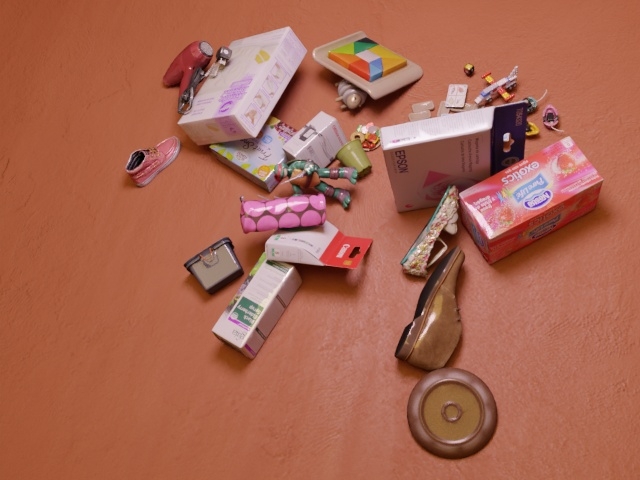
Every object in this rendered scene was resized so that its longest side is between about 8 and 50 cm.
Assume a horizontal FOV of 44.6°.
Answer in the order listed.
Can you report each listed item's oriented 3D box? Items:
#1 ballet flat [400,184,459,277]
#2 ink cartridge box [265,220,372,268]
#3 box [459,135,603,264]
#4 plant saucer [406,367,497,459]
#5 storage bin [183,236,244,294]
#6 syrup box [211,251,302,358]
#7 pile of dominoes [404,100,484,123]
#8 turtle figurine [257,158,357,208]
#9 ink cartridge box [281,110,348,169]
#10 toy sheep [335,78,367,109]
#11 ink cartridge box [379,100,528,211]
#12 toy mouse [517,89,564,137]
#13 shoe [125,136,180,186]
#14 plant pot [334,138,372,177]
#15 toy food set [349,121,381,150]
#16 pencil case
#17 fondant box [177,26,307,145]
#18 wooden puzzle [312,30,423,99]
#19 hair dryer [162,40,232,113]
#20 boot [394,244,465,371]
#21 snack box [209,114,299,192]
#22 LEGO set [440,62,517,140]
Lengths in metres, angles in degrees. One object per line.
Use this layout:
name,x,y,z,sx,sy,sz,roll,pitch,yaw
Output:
ballet flat,0.279,-0.016,1.869,0.077,0.091,0.241,31,103,4
ink cartridge box,0.000,0.000,1.908,0.224,0.056,0.181,4,25,17
box,0.492,-0.091,1.841,0.299,0.154,0.142,-27,62,-3
plant saucer,0.287,0.376,1.708,0.198,0.036,0.199,-3,74,10
storage bin,-0.263,0.067,1.974,0.135,0.098,0.091,-34,73,-4
syrup box,-0.152,0.159,1.897,0.093,0.096,0.237,26,72,24
pile of dominoes,0.308,-0.261,2.042,0.195,0.040,0.251,11,59,18
turtle figurine,-0.033,-0.153,1.964,0.234,0.175,0.118,7,57,-10
ink cartridge box,-0.012,-0.248,2.050,0.150,0.109,0.063,-43,49,-10
toy sheep,0.086,-0.410,2.125,0.091,0.091,0.132,-7,58,9
ink cartridge box,0.321,-0.184,1.825,0.329,0.324,0.072,-9,64,9
toy mouse,0.556,-0.323,2.004,0.160,0.031,0.143,18,70,20
shoe,-0.465,-0.234,2.165,0.063,0.081,0.178,36,77,25
plant pot,0.093,-0.208,2.034,0.083,0.083,0.079,-33,74,-4
toy food set,0.127,-0.279,2.087,0.083,0.020,0.083,33,75,25
pencil case,-0.092,-0.068,1.904,0.209,0.098,0.095,-4,84,-6
fondant box,-0.210,-0.417,2.114,0.238,0.096,0.330,-1,53,42
wooden puzzle,0.131,-0.488,2.122,0.238,0.044,0.221,40,49,24
hair dryer,-0.378,-0.468,2.190,0.224,0.080,0.293,-53,29,-9
boot,0.283,0.158,1.812,0.115,0.112,0.305,26,75,1
snack box,-0.166,-0.253,2.113,0.207,0.070,0.174,33,75,26
LEGO set,0.411,-0.370,2.026,0.182,0.060,0.244,5,61,19
